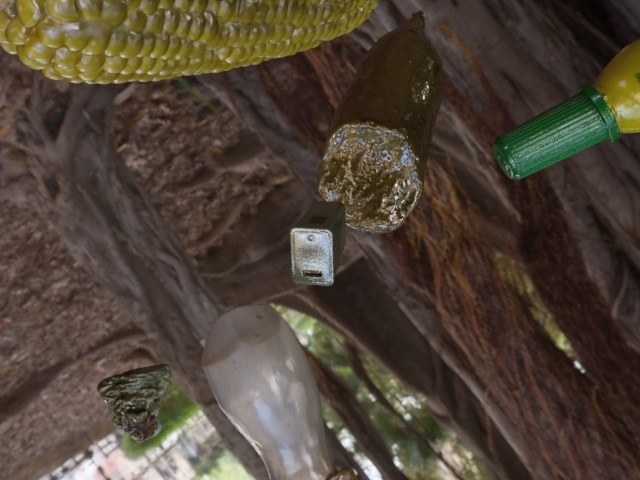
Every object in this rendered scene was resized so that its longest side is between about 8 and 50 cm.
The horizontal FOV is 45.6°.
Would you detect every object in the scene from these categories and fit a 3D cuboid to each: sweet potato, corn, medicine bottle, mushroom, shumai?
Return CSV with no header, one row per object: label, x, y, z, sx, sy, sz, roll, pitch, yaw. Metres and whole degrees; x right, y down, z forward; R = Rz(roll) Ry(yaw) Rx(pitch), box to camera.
sweet potato,0.101,-0.185,1.104,0.158,0.158,0.369,-45,-161,52
corn,-0.072,-0.151,0.465,0.310,0.101,0.101,-19,162,-49
medicine bottle,0.339,-0.158,0.850,0.309,0.111,0.076,-26,157,0
mushroom,-0.043,0.163,0.728,0.097,0.212,0.088,-21,-175,-30
shumai,-0.205,0.186,0.866,0.083,0.080,0.082,-11,172,-27

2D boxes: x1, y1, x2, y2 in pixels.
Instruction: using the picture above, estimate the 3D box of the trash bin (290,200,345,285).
trash bin,0.000,0.000,0.786,0.043,0.060,0.092,3,-158,11
